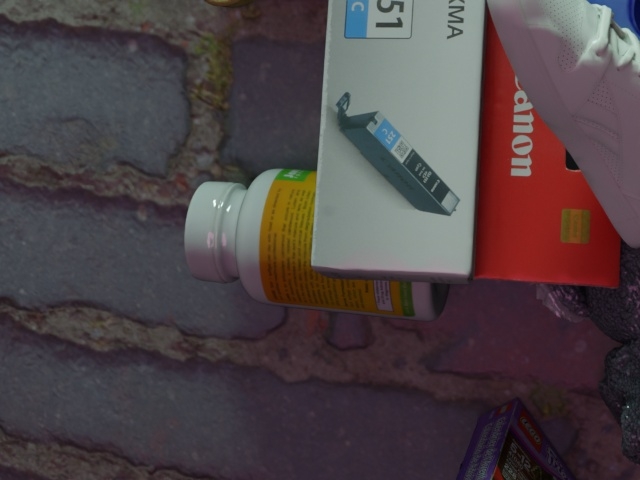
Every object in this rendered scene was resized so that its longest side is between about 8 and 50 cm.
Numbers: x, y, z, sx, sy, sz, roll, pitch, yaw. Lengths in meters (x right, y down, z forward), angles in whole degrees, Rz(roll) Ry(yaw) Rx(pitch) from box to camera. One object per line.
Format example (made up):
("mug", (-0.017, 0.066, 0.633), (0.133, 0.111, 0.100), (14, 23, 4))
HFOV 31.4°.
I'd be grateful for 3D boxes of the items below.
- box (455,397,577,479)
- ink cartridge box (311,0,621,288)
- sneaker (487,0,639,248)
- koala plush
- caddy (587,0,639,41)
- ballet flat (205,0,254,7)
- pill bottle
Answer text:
("box", (0.238, 0.323, 1.113), (0.057, 0.201, 0.293), (-33, 97, 26))
("ink cartridge box", (0.133, -0.111, 0.985), (0.261, 0.066, 0.296), (2, 84, 11))
("sneaker", (0.256, -0.127, 0.860), (0.169, 0.108, 0.292), (-19, 128, 34))
("koala plush", (0.308, 0.074, 1.020), (0.196, 0.203, 0.221), (-26, 88, 24))
("caddy", (0.349, -0.288, 0.868), (0.341, 0.179, 0.241), (-34, 95, 25))
("ballet flat", (-0.019, -0.282, 1.047), (0.232, 0.073, 0.080), (-32, 97, 25))
("pill bottle", (0.000, 0.000, 1.108), (0.246, 0.136, 0.136), (5, 110, 16))
